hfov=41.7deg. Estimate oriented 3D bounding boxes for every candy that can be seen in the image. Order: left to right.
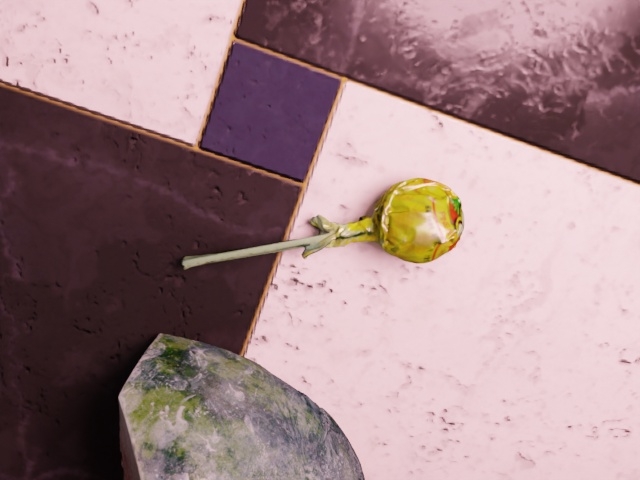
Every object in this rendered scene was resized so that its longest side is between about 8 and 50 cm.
[{"bbox_3d":[0.000,-0.002,0.767,0.262,0.073,0.077,-10,93,7],"label":"candy"}]

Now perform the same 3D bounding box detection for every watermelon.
[{"bbox_3d":[-0.097,0.275,0.794,0.214,0.289,0.320,-25,128,37],"label":"watermelon"}]
